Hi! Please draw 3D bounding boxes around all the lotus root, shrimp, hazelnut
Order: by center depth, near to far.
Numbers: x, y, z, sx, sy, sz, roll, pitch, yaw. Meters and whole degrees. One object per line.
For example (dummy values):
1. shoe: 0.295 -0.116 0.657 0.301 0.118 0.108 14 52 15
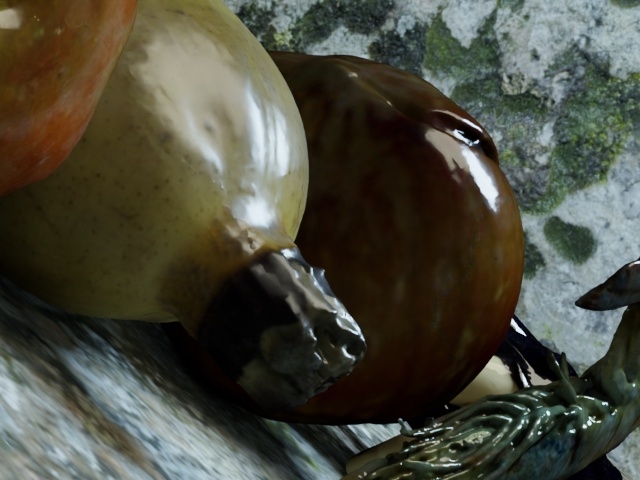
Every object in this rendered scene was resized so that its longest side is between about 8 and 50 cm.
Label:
1. lotus root: -0.091 -0.039 0.807 0.310 0.183 0.183 49 8 33
2. shrimp: 0.118 0.080 0.904 0.296 0.169 0.058 -18 46 -39
3. hazelnut: 0.000 0.000 0.951 0.233 0.218 0.218 16 -6 23

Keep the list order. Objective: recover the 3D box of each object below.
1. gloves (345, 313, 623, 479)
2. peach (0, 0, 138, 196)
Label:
1. gloves: 0.093 0.115 1.098 0.301 0.152 0.197 41 -3 -5
2. peach: -0.166 -0.131 0.642 0.214 0.235 0.214 33 4 -3
